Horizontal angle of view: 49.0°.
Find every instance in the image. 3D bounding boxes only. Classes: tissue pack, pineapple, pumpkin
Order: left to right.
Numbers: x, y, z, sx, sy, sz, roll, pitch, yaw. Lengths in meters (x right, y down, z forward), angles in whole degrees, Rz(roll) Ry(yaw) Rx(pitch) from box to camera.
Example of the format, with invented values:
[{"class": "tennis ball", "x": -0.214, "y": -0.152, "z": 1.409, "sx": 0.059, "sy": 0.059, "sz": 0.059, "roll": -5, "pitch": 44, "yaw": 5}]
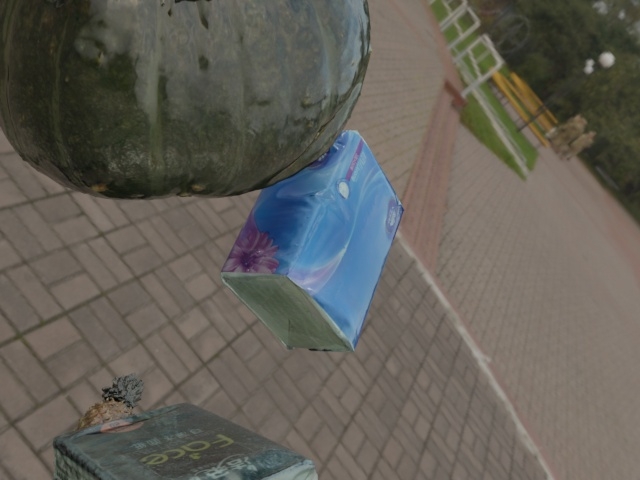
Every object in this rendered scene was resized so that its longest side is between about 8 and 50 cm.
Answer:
[{"class": "pineapple", "x": -0.523, "y": 0.444, "z": 1.802, "sx": 0.158, "sy": 0.158, "sz": 0.278, "roll": 42, "pitch": 28, "yaw": -19}, {"class": "tissue pack", "x": -0.187, "y": 0.312, "z": 0.925, "sx": 0.228, "sy": 0.316, "sz": 0.103, "roll": -7, "pitch": 99, "yaw": -40}, {"class": "pumpkin", "x": -0.121, "y": -0.181, "z": 0.617, "sx": 0.328, "sy": 0.257, "sz": 0.291, "roll": -16, "pitch": 44, "yaw": -31}, {"class": "tissue pack", "x": 0.000, "y": 0.000, "z": 1.026, "sx": 0.198, "sy": 0.146, "sz": 0.263, "roll": 53, "pitch": 47, "yaw": -40}]
